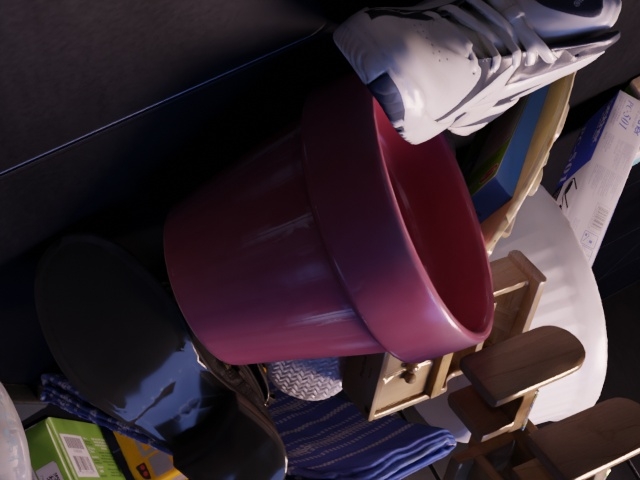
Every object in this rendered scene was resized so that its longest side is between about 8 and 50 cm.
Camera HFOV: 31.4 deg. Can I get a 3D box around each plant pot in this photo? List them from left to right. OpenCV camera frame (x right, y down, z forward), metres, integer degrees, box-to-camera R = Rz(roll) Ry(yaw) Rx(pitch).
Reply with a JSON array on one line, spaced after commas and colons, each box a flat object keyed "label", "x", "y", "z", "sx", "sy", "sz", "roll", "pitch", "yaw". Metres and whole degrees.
[{"label": "plant pot", "x": 0.000, "y": 0.000, "z": 0.789, "sx": 0.180, "sy": 0.201, "sz": 0.201, "roll": -20, "pitch": 170, "yaw": 20}]

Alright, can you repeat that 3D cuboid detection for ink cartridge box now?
[{"label": "ink cartridge box", "x": -0.367, "y": 0.305, "z": 1.281, "sx": 0.255, "sy": 0.097, "sz": 0.189, "roll": -28, "pitch": 166, "yaw": 0}, {"label": "ink cartridge box", "x": 0.279, "y": -0.048, "z": 1.197, "sx": 0.207, "sy": 0.046, "sz": 0.097, "roll": -62, "pitch": -178, "yaw": -22}]

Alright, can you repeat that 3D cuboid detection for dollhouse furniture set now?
[{"label": "dollhouse furniture set", "x": 0.153, "y": 0.140, "z": 0.883, "sx": 0.161, "sy": 0.242, "sz": 0.212, "roll": -17, "pitch": 138, "yaw": -28}]

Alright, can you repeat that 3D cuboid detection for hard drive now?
[{"label": "hard drive", "x": -0.329, "y": 0.176, "z": 1.057, "sx": 0.135, "sy": 0.022, "sz": 0.094, "roll": -31, "pitch": 165, "yaw": 7}]

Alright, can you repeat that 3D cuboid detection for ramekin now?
[{"label": "ramekin", "x": 0.156, "y": 0.070, "z": 1.160, "sx": 0.135, "sy": 0.277, "sz": 0.277, "roll": -18, "pitch": 163, "yaw": -17}]

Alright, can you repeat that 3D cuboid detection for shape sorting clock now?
[{"label": "shape sorting clock", "x": 0.152, "y": -0.068, "z": 0.912, "sx": 0.206, "sy": 0.040, "sz": 0.206, "roll": -61, "pitch": -175, "yaw": 9}]

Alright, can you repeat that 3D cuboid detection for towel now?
[{"label": "towel", "x": -0.065, "y": 0.162, "z": 1.076, "sx": 0.243, "sy": 0.336, "sz": 0.040, "roll": -8, "pitch": 110, "yaw": -58}]

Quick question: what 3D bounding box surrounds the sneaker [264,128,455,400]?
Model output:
[{"label": "sneaker", "x": 0.024, "y": -0.005, "z": 0.984, "sx": 0.153, "sy": 0.101, "sz": 0.268, "roll": -100, "pitch": -146, "yaw": -69}]

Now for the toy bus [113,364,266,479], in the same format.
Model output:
[{"label": "toy bus", "x": -0.126, "y": 0.236, "z": 1.484, "sx": 0.130, "sy": 0.108, "sz": 0.333, "roll": -33, "pitch": 165, "yaw": 14}]

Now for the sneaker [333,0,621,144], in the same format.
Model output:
[{"label": "sneaker", "x": 0.110, "y": -0.136, "z": 0.709, "sx": 0.153, "sy": 0.094, "sz": 0.235, "roll": -37, "pitch": 164, "yaw": 20}]

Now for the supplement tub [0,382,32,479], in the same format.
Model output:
[{"label": "supplement tub", "x": -0.332, "y": 0.149, "z": 0.586, "sx": 0.207, "sy": 0.207, "sz": 0.338, "roll": -36, "pitch": 164, "yaw": 22}]

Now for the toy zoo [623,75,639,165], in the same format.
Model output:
[{"label": "toy zoo", "x": 0.410, "y": -0.156, "z": 1.350, "sx": 0.192, "sy": 0.030, "sz": 0.293, "roll": -27, "pitch": 165, "yaw": -10}]

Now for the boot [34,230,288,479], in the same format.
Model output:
[{"label": "boot", "x": -0.120, "y": 0.078, "z": 0.900, "sx": 0.091, "sy": 0.263, "sz": 0.229, "roll": -36, "pitch": -163, "yaw": 4}]
